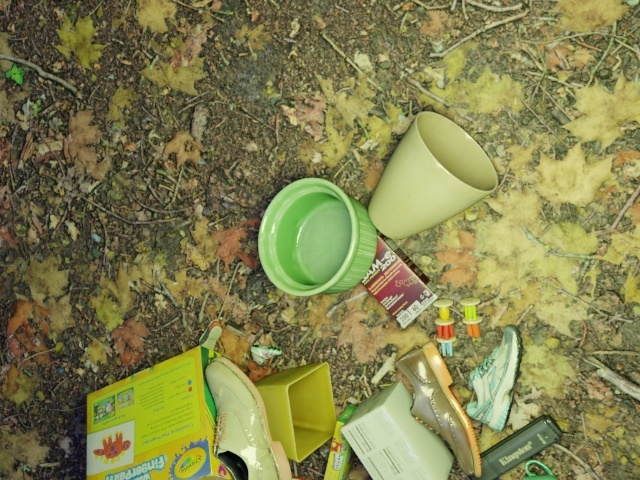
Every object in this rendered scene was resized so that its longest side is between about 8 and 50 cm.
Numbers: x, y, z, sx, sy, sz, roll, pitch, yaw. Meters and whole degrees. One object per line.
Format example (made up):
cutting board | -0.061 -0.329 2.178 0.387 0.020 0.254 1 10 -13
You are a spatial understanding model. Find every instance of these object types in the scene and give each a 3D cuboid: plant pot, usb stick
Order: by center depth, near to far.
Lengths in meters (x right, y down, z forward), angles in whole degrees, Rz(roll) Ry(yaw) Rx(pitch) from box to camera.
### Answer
plant pot | 0.249 -0.130 1.701 0.256 0.256 0.274 47 126 7
usb stick | 0.501 0.552 1.802 0.278 0.045 0.077 -40 84 19
plant pot | -0.097 0.465 1.915 0.187 0.212 0.212 -3 97 32

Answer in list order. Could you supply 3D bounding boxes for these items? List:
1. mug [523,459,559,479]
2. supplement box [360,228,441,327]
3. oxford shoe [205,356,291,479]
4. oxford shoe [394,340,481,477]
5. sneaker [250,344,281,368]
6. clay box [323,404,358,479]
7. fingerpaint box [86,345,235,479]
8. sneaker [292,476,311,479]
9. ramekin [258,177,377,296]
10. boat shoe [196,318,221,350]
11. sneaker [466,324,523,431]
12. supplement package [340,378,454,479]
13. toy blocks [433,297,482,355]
mug | 0.574 0.651 1.747 0.097 0.129 0.157 -12 94 17
supplement box | 0.189 0.098 1.825 0.239 0.073 0.130 47 109 8
oxford shoe | -0.221 0.490 1.804 0.397 0.147 0.140 58 137 21
oxford shoe | 0.309 0.454 1.796 0.133 0.130 0.363 -23 80 1
sneaker | -0.156 0.341 1.998 0.098 0.038 0.069 3 101 28
clay box | 0.064 0.584 1.909 0.053 0.127 0.222 14 103 17
fingerpaint box | -0.454 0.562 1.978 0.445 0.163 0.371 -26 55 20
sneaker | -0.061 0.750 1.966 0.270 0.145 0.090 -5 97 19
ramekin | 0.000 0.000 1.788 0.303 0.148 0.303 -7 77 34
boat shoe | -0.337 0.297 2.048 0.137 0.049 0.043 -58 37 19
sneaker | 0.440 0.346 1.760 0.122 0.110 0.282 13 102 20
supplement package | 0.208 0.537 1.813 0.145 0.204 0.261 -35 86 21
toy blocks | 0.362 0.228 1.796 0.123 0.054 0.148 -4 103 14
